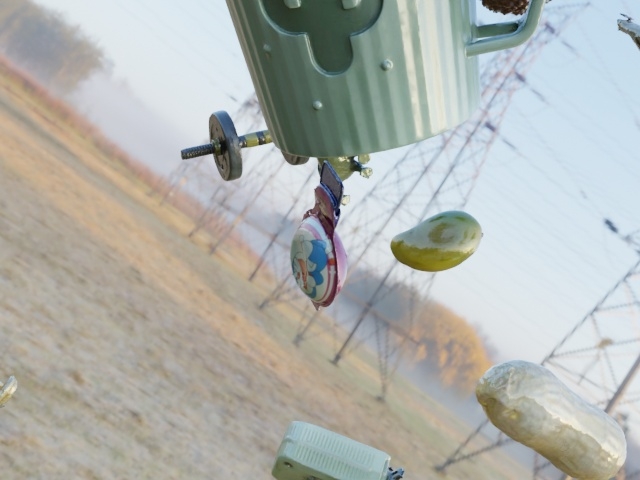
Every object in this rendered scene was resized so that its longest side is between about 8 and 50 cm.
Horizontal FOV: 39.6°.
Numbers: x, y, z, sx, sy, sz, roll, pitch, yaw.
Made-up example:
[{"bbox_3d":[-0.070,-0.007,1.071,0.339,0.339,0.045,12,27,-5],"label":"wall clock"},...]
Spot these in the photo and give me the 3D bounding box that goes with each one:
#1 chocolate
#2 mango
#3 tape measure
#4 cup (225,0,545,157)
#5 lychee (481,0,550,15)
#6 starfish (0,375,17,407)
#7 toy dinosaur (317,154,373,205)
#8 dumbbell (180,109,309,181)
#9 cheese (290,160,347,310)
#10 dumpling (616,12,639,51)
[{"bbox_3d":[0.383,0.294,1.469,0.309,0.134,0.134,33,-3,-20],"label":"chocolate"},{"bbox_3d":[0.249,0.008,1.866,0.122,0.191,0.085,61,-3,23],"label":"mango"},{"bbox_3d":[0.024,0.457,1.725,0.235,0.115,0.207,22,-33,1],"label":"tape measure"},{"bbox_3d":[0.059,-0.315,0.971,0.401,0.310,0.392,10,-57,43],"label":"cup"},{"bbox_3d":[0.400,-0.540,1.799,0.188,0.188,0.188,34,-4,3],"label":"lychee"},{"bbox_3d":[-0.557,0.265,1.242,0.094,0.375,0.327,60,31,-8],"label":"starfish"},{"bbox_3d":[0.024,-0.161,1.585,0.147,0.076,0.363,38,-44,53],"label":"toy dinosaur"},{"bbox_3d":[-0.124,-0.206,1.798,0.143,0.325,0.143,165,-90,-72],"label":"dumbbell"},{"bbox_3d":[0.000,0.000,1.326,0.062,0.244,0.155,-8,40,-22],"label":"cheese"},{"bbox_3d":[0.587,-0.249,1.380,0.166,0.086,0.332,15,29,-25],"label":"dumpling"}]
